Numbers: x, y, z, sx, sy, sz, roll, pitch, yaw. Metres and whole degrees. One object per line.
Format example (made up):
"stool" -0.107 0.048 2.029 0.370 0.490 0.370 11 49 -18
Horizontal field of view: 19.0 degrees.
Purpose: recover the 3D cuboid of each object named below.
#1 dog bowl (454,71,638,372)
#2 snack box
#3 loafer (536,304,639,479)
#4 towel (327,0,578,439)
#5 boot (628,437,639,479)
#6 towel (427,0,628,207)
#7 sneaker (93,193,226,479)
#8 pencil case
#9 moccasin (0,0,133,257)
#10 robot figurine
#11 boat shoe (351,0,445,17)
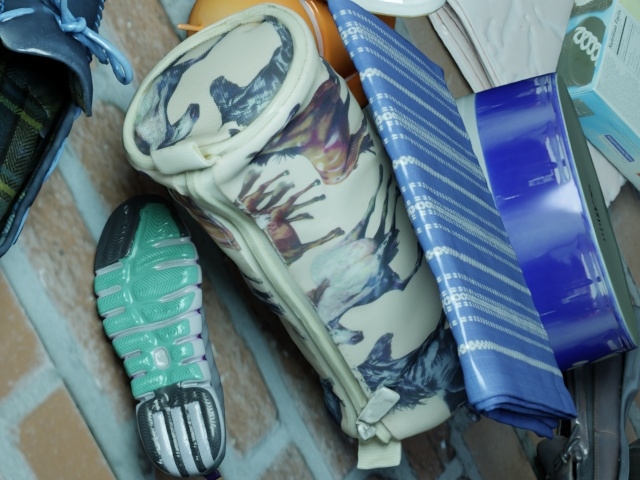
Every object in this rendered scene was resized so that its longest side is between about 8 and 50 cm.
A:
"dog bowl" 0.201 -0.014 1.723 0.265 0.104 0.265 -16 90 -78
"snack box" 0.339 -0.228 1.961 0.187 0.060 0.322 40 55 -36
"loafer" 0.242 0.189 1.833 0.095 0.109 0.303 18 61 -6
"towel" 0.101 -0.010 1.483 0.243 0.040 0.336 24 44 -67
"boot" 0.375 0.312 1.968 0.280 0.096 0.264 -7 88 -61
"towel" 0.249 -0.210 1.943 0.332 0.053 0.317 -48 117 -42
"sneaker" -0.120 0.079 1.481 0.098 0.083 0.224 64 15 -73
"pencil case" 0.000 0.000 1.485 0.410 0.159 0.184 54 33 -43
"moccasin" -0.204 -0.109 1.376 0.137 0.116 0.342 34 58 -38
"robot figurine" -0.025 -0.180 1.583 0.219 0.128 0.158 -34 126 -46
"boat shoe" -0.015 -0.272 1.516 0.277 0.096 0.098 31 35 14
